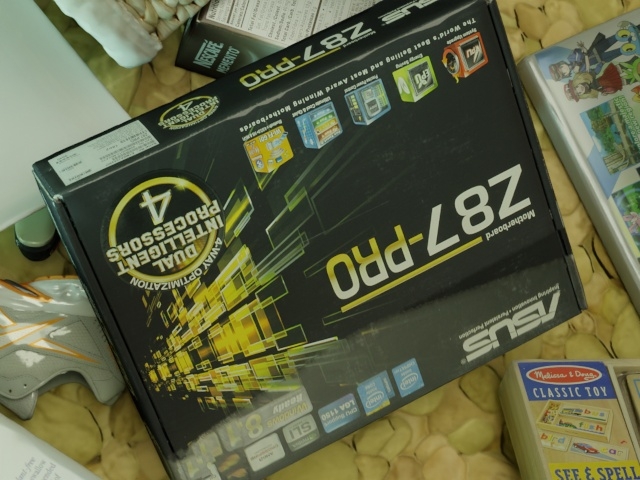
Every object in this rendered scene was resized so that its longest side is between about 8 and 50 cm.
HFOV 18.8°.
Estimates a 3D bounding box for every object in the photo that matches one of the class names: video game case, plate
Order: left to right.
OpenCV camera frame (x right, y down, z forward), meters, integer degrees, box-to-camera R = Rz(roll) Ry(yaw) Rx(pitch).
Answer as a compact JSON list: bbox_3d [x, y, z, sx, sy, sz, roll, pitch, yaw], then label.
[{"bbox_3d":[-0.324,-0.118,1.627,0.278,0.045,0.277,-31,76,-40],"label":"plate"},{"bbox_3d":[0.386,-0.080,1.849,0.300,0.036,0.329,-24,85,-18],"label":"video game case"}]

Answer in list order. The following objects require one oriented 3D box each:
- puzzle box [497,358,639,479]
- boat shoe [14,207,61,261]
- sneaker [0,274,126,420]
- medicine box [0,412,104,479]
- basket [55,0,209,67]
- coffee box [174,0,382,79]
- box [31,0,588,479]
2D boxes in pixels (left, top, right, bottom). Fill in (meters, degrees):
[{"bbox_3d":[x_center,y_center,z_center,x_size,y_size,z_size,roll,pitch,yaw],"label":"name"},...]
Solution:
[{"bbox_3d":[0.381,0.221,1.699,0.409,0.052,0.272,0,48,-16],"label":"puzzle box"},{"bbox_3d":[-0.242,-0.045,1.687,0.049,0.042,0.133,7,62,-3],"label":"boat shoe"},{"bbox_3d":[-0.280,0.090,1.619,0.262,0.099,0.121,1,81,-12],"label":"sneaker"},{"bbox_3d":[-0.298,0.210,1.495,0.289,0.263,0.149,34,72,-4],"label":"medicine box"},{"bbox_3d":[-0.192,-0.379,1.546,0.266,0.331,0.328,-38,63,6],"label":"basket"},{"bbox_3d":[0.007,-0.179,1.725,0.247,0.141,0.098,17,75,-8],"label":"coffee box"},{"bbox_3d":[0.000,0.000,1.612,0.395,0.097,0.318,-25,119,-11],"label":"box"}]
